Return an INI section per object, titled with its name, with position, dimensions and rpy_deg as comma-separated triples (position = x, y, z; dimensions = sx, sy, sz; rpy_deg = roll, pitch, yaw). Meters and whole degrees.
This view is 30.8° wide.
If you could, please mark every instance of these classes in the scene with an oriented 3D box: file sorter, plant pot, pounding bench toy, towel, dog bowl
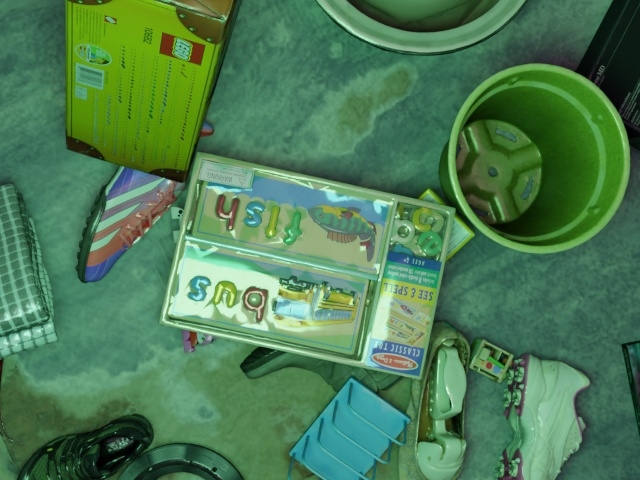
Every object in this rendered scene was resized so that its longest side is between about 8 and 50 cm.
[file sorter]
position = 0.041, 0.325, 1.807
dimensions = 0.118, 0.104, 0.170
rpy_deg = 36, 107, -6
[plant pot]
position = 0.298, -0.116, 1.798
dimensions = 0.276, 0.254, 0.276
rpy_deg = 0, 89, -9
[pounding bench toy]
position = 0.277, 0.196, 1.876
dimensions = 0.065, 0.083, 0.052
rpy_deg = 27, 86, -5
[towel]
position = -0.526, 0.052, 1.699
dimensions = 0.235, 0.121, 0.283
rpy_deg = -20, 53, -6
[dog bowl]
position = 0.145, -0.483, 1.841
dimensions = 0.408, 0.150, 0.407
rpy_deg = 0, 89, -6

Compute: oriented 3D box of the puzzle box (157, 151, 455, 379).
[puzzle box]
position = -0.020, 0.040, 1.762
dimensions = 0.409, 0.052, 0.272
rpy_deg = 12, 87, -3

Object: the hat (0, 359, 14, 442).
[hat]
position = -0.519, 0.158, 1.812
dimensions = 0.173, 0.183, 0.208
rpy_deg = 18, 58, 23

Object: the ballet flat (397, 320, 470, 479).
[ballet flat]
position = 0.187, 0.287, 1.845
dimensions = 0.108, 0.106, 0.315
rpy_deg = 1, 89, -24

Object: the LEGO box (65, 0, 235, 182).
[LEGO box]
position = -0.201, -0.354, 1.576
dimensions = 0.193, 0.500, 0.372
rpy_deg = 17, 69, -6

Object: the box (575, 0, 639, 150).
[box]
position = 0.541, -0.299, 1.908
dimensions = 0.184, 0.103, 0.261
rpy_deg = 29, 86, -9

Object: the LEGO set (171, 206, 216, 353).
[LEGO set]
position = -0.169, 0.056, 1.821
dimensions = 0.093, 0.087, 0.227
rpy_deg = -6, 90, 8

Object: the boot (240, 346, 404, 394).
[boot]
position = 0.010, 0.207, 1.850
dimensions = 0.247, 0.083, 0.161
rpy_deg = -25, 101, -3

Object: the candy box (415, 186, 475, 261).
[candy box]
position = 0.137, 0.020, 1.851
dimensions = 0.105, 0.027, 0.206
rpy_deg = 44, 109, -6

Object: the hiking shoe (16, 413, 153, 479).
[hiking shoe]
position = -0.367, 0.335, 1.780
dimensions = 0.227, 0.114, 0.086
rpy_deg = -27, 92, -7

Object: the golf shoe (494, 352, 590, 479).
[golf shoe]
position = 0.362, 0.340, 1.872
dimensions = 0.140, 0.115, 0.306
rpy_deg = 7, 89, -10

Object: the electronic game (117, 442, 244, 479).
[electronic game]
position = -0.220, 0.433, 1.829
dimensions = 0.229, 0.048, 0.229
rpy_deg = 0, 92, 1

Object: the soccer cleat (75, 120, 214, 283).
[soccer cleat]
position = -0.277, -0.069, 1.804
dimensions = 0.116, 0.108, 0.318
rpy_deg = 24, 83, -2

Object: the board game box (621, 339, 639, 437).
[board game box]
position = 0.583, 0.252, 1.940
dimensions = 0.126, 0.026, 0.186
rpy_deg = -10, 90, -7
